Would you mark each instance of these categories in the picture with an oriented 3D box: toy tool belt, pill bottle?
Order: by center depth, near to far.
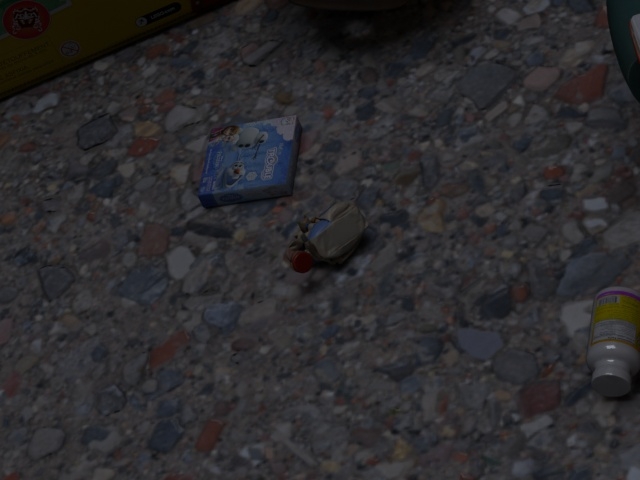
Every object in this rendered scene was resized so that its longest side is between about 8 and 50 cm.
[{"bbox_3d":[0.231,0.080,1.353,0.043,0.043,0.083,-3,49,22],"label":"pill bottle"},{"bbox_3d":[0.000,0.000,1.537,0.083,0.052,0.051,-40,14,-17],"label":"toy tool belt"}]

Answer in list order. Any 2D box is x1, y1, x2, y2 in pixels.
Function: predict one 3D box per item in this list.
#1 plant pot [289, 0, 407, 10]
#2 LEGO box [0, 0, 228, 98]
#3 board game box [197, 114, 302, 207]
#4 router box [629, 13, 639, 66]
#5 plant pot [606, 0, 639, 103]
[{"bbox_3d":[0.026,-0.287,1.703,0.237,0.109,0.237,2,15,-1],"label":"plant pot"},{"bbox_3d":[-0.381,-0.345,1.792,0.500,0.372,0.193,-22,44,4],"label":"LEGO box"},{"bbox_3d":[-0.067,-0.076,1.650,0.090,0.020,0.090,-8,47,17],"label":"board game box"},{"bbox_3d":[0.417,-0.080,1.231,0.335,0.301,0.082,-18,45,9],"label":"router box"},{"bbox_3d":[0.365,-0.212,1.401,0.293,0.293,0.235,7,67,29],"label":"plant pot"}]
